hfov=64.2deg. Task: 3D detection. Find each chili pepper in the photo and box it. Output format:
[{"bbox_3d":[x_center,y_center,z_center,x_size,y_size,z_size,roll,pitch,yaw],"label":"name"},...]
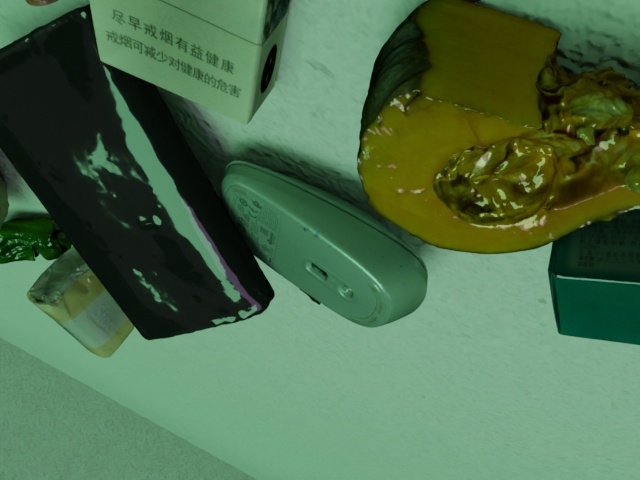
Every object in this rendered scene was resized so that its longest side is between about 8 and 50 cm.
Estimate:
[{"bbox_3d":[-0.615,-0.003,1.058,0.253,0.084,0.099,-6,137,31],"label":"chili pepper"}]

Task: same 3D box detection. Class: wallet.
[{"bbox_3d":[-0.239,-0.054,0.635,0.228,0.062,0.406,-15,116,22],"label":"wallet"}]

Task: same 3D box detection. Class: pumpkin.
[{"bbox_3d":[0.157,-0.100,0.369,0.280,0.139,0.190,-18,128,44],"label":"pumpkin"}]

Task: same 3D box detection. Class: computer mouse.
[{"bbox_3d":[0.004,-0.004,0.639,0.288,0.097,0.160,35,150,12],"label":"computer mouse"}]

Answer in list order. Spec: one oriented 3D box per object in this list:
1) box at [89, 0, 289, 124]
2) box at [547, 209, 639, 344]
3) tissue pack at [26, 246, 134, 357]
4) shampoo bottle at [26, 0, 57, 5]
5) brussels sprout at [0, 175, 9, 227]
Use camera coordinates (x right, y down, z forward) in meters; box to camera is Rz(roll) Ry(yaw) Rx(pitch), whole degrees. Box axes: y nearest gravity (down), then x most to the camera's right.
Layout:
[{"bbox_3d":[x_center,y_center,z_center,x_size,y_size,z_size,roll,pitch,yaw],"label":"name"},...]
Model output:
[{"bbox_3d":[-0.105,-0.234,0.410,0.164,0.069,0.257,24,146,0],"label":"box"},{"bbox_3d":[0.318,0.004,0.392,0.244,0.153,0.092,3,141,32],"label":"box"},{"bbox_3d":[-0.419,0.101,0.978,0.090,0.186,0.222,25,150,24],"label":"tissue pack"},{"bbox_3d":[-0.291,-0.317,0.437,0.107,0.051,0.221,10,144,15],"label":"shampoo bottle"},{"bbox_3d":[-0.657,-0.069,0.820,0.243,0.316,0.274,48,127,13],"label":"brussels sprout"}]
